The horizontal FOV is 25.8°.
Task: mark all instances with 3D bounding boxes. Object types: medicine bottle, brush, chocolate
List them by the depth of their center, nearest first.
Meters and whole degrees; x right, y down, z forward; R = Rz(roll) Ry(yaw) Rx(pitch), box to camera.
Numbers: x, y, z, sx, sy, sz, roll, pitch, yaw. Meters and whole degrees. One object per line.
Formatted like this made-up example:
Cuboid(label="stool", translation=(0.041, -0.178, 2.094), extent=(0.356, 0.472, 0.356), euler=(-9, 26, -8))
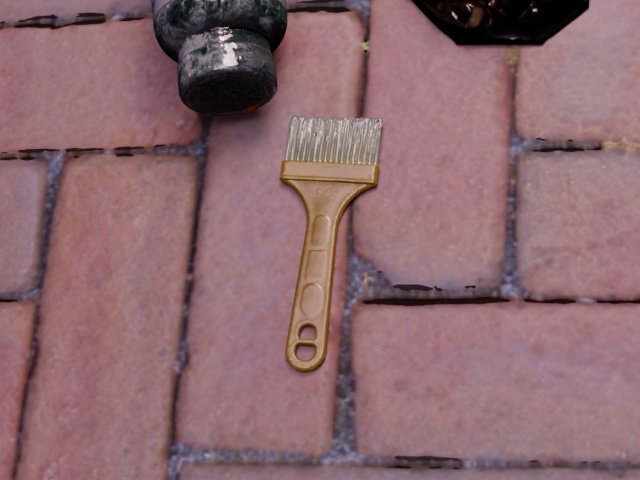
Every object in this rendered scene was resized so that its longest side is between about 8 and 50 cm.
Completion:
Cuboid(label="brush", translation=(0.000, 0.000, 1.409), extent=(0.103, 0.013, 0.272), euler=(3, 71, 14))
Cuboid(label="chocolate", translation=(0.168, -0.340, 1.413), extent=(0.206, 0.177, 0.224), euler=(2, 69, 13))
Cuboid(label="medicine bottle", translation=(-0.110, -0.281, 1.468), extent=(0.141, 0.141, 0.293), euler=(-12, 68, 8))
